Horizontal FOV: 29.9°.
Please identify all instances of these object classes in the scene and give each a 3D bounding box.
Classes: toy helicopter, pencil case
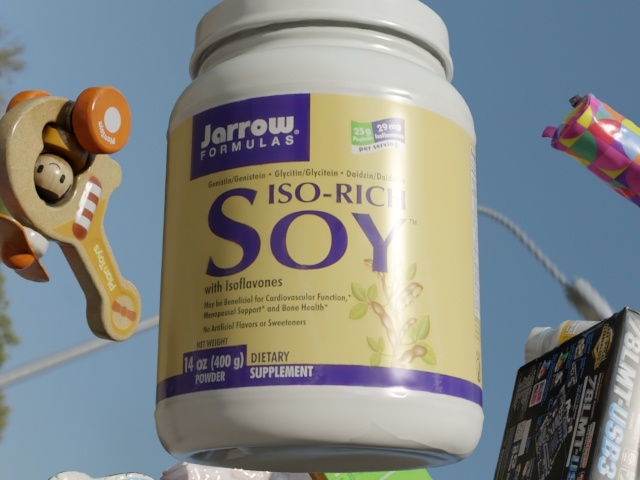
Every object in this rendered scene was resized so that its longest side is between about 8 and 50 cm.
[{"bbox_3d":[-0.312,-0.007,1.497,0.140,0.235,0.355,1,-53,27],"label":"toy helicopter"},{"bbox_3d":[0.446,-0.118,1.746,0.236,0.104,0.104,35,-28,-4],"label":"pencil case"}]

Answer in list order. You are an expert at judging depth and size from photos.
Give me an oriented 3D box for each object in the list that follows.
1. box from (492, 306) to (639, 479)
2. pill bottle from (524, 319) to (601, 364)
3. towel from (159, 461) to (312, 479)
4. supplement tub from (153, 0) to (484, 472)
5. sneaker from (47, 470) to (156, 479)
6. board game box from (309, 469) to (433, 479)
[{"bbox_3d":[0.301,0.260,1.464,0.293,0.073,0.296,131,-20,-63],"label":"box"},{"bbox_3d":[0.453,0.193,2.001,0.208,0.117,0.118,1,-68,36],"label":"pill bottle"},{"bbox_3d":[-0.015,0.390,1.631,0.332,0.317,0.053,62,-29,0],"label":"towel"},{"bbox_3d":[0.000,0.000,0.907,0.241,0.241,0.332,145,-52,-64],"label":"supplement tub"},{"bbox_3d":[-0.232,0.298,1.300,0.063,0.162,0.073,-48,-128,28],"label":"sneaker"},{"bbox_3d":[0.038,0.238,1.351,0.259,0.124,0.039,56,-41,29],"label":"board game box"}]
